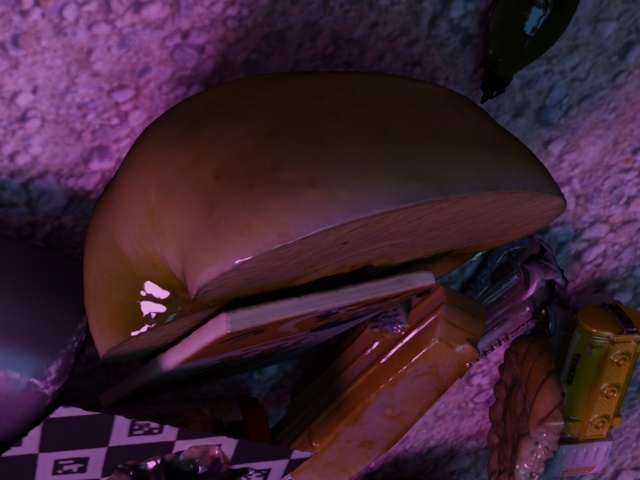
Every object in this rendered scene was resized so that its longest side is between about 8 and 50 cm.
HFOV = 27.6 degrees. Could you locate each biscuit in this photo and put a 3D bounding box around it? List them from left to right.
[{"bbox_3d":[0.207,0.198,1.368,0.036,0.187,0.273,3,133,-2],"label":"biscuit"}]

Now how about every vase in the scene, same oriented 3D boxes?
[{"bbox_3d":[-0.366,0.038,1.095,0.321,0.173,0.173,26,113,-24],"label":"vase"}]

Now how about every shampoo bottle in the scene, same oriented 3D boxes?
[{"bbox_3d":[-0.193,0.217,1.301,0.278,0.104,0.104,-2,125,-17],"label":"shampoo bottle"}]

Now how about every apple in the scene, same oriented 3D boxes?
[{"bbox_3d":[0.000,0.000,1.083,0.360,0.320,0.312,-12,122,-37],"label":"apple"}]

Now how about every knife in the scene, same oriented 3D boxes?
[{"bbox_3d":[0.105,0.124,1.376,0.365,0.043,0.089,-40,93,14],"label":"knife"}]

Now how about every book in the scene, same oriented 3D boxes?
[{"bbox_3d":[-0.056,0.091,1.168,0.208,0.020,0.295,-12,168,-32],"label":"book"}]

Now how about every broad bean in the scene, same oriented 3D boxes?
[{"bbox_3d":[0.203,-0.257,1.121,0.077,0.061,0.339,9,121,-10],"label":"broad bean"}]

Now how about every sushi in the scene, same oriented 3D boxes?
[{"bbox_3d":[-0.201,0.220,1.191,0.294,0.059,0.292,17,133,-40],"label":"sushi"}]

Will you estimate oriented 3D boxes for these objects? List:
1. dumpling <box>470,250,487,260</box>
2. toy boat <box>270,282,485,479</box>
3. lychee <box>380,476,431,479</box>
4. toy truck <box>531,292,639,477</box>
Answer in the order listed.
[{"bbox_3d":[0.163,-0.023,1.290,0.059,0.043,0.077,35,124,-14],"label":"dumpling"},{"bbox_3d":[0.043,0.143,1.295,0.089,0.115,0.310,23,125,-25],"label":"toy boat"},{"bbox_3d":[0.089,0.398,1.434,0.260,0.260,0.260,-9,126,-12],"label":"lychee"},{"bbox_3d":[0.279,0.157,1.405,0.098,0.114,0.227,-2,125,-17],"label":"toy truck"}]
